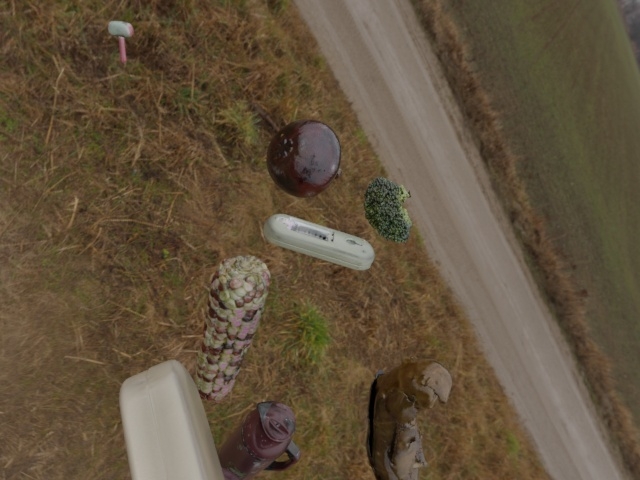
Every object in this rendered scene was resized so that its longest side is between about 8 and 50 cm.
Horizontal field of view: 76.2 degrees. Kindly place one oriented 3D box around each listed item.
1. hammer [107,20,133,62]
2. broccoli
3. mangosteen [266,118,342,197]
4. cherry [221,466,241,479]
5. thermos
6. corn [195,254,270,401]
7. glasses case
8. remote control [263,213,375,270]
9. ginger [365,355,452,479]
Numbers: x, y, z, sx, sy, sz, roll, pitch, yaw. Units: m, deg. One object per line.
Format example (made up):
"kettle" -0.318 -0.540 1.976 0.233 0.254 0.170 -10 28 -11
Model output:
"hammer" -0.442 -0.441 0.908 0.031 0.052 0.083 -81 177 -67
"broccoli" 0.110 -0.046 0.631 0.092 0.097 0.095 33 82 -48
"mangosteen" -0.028 -0.241 1.239 0.261 0.235 0.236 11 68 -51
"cherry" -0.233 0.517 0.720 0.239 0.206 0.239 -37 143 -35
"thermos" -0.135 0.459 0.901 0.109 0.330 0.136 -13 59 -41
"corn" -0.152 0.147 0.672 0.092 0.281 0.092 16 27 -9
"glasses case" -0.090 0.179 0.277 0.050 0.083 0.196 -19 53 -17
"remote control" 0.000 0.000 0.780 0.221 0.042 0.078 17 32 -5
"ginger" 0.137 0.326 0.700 0.107 0.133 0.309 -15 120 -38
